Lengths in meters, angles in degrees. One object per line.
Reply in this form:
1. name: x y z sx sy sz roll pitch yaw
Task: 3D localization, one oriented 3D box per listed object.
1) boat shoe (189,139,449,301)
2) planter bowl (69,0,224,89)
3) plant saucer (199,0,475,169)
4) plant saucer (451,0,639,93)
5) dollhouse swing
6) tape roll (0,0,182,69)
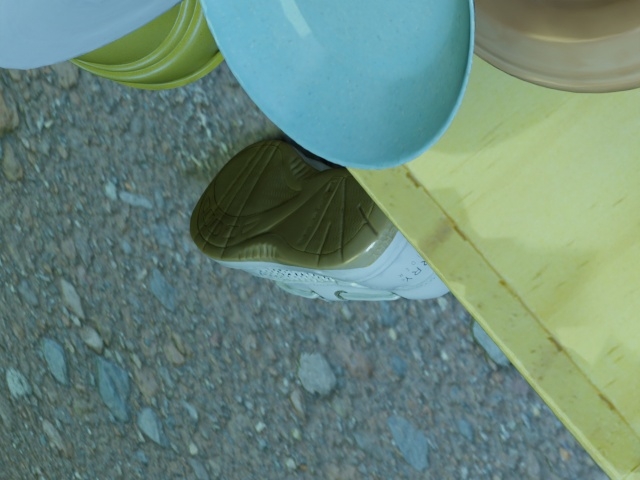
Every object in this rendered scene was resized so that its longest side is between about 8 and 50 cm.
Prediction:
1. boat shoe: 0.000 0.000 1.304 0.096 0.098 0.277 35 173 -28
2. planter bowl: -0.159 -0.193 1.302 0.217 0.090 0.217 15 120 28
3. plant saucer: 0.012 -0.131 0.913 0.195 0.037 0.195 29 132 37
4. plant saucer: 0.125 -0.169 0.884 0.200 0.037 0.200 1 94 22
5. dollhouse swing: 0.184 -0.080 1.023 0.347 0.305 0.315 50 -172 13
6. tape roll: -0.110 -0.224 1.091 0.100 0.286 0.286 52 147 9
